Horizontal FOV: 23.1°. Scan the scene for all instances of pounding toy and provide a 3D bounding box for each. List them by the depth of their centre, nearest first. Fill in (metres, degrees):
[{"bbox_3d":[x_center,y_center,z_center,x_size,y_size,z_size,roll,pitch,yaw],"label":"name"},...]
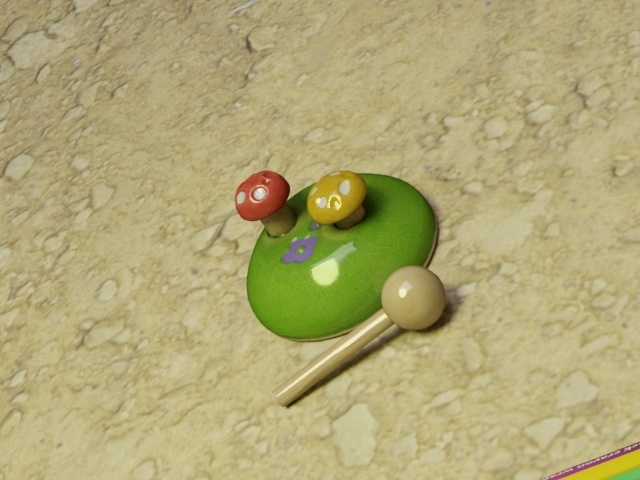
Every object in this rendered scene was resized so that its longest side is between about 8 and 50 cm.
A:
[{"bbox_3d":[0.000,0.000,1.336,0.183,0.110,0.237,-28,35,11],"label":"pounding toy"}]

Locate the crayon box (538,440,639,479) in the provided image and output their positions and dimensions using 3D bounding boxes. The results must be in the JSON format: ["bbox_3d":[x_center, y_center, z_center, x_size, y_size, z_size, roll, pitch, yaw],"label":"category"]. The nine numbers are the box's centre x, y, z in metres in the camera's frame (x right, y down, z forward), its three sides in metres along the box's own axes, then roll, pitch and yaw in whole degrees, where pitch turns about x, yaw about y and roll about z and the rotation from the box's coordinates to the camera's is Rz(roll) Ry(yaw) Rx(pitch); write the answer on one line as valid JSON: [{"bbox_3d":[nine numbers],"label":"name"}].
[{"bbox_3d":[0.127,0.242,0.851,0.363,0.106,0.313,-25,12,15],"label":"crayon box"}]
